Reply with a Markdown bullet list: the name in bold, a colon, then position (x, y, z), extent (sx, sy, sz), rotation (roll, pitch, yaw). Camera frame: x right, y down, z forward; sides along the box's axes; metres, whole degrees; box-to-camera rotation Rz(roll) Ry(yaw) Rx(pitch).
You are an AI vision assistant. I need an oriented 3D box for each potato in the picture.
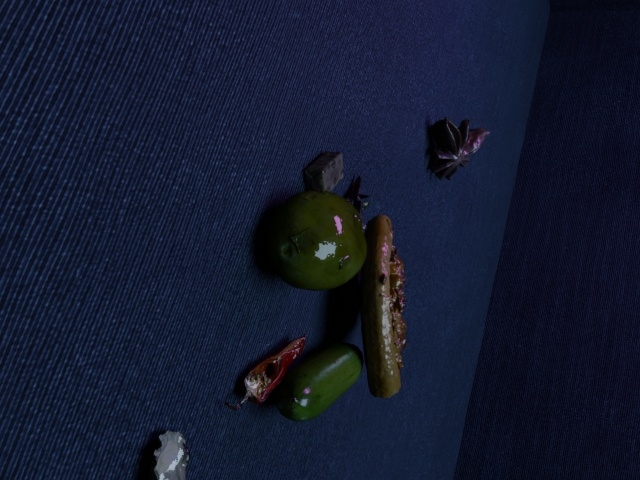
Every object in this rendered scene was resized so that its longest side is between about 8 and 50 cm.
- **potato**: position (0.000, 0.000, 1.249), extent (0.253, 0.148, 0.186), rotation (-32, 128, -60)

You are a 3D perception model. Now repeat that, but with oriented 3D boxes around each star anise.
- **star anise**: position (0.404, -0.282, 2.073), extent (0.257, 0.110, 0.198), rotation (-8, 131, -48)

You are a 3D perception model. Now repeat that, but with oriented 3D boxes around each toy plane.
- **toy plane**: position (0.075, -0.068, 1.489), extent (0.189, 0.061, 0.130), rotation (-67, 151, -28)

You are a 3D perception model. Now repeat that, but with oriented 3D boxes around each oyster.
- **oyster**: position (-0.223, 0.348, 0.998), extent (0.121, 0.045, 0.146), rotation (-41, 126, -51)

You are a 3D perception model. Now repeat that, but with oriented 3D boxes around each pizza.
- **pizza**: position (0.140, 0.151, 1.552), extent (0.278, 0.114, 0.409), rotation (65, 26, -72)

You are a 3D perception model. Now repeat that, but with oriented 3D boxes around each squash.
- **squash**: position (0.004, 0.283, 1.389), extent (0.395, 0.107, 0.107), rotation (-17, 113, -68)

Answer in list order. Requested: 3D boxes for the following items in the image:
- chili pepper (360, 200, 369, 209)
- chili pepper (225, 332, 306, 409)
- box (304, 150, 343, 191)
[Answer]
- **chili pepper**: position (0.089, -0.051, 1.572), extent (0.030, 0.034, 0.091), rotation (139, -36, -77)
- **chili pepper**: position (-0.095, 0.241, 1.243), extent (0.050, 0.059, 0.268), rotation (-47, 176, 31)
- **box**: position (0.008, -0.133, 1.348), extent (0.098, 0.045, 0.062), rotation (-53, 144, -48)
